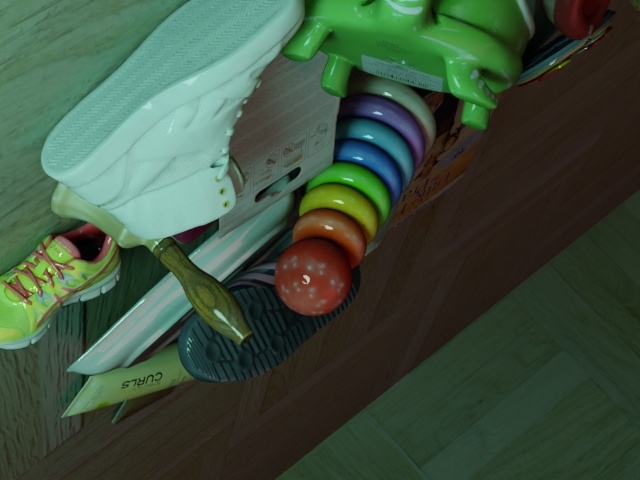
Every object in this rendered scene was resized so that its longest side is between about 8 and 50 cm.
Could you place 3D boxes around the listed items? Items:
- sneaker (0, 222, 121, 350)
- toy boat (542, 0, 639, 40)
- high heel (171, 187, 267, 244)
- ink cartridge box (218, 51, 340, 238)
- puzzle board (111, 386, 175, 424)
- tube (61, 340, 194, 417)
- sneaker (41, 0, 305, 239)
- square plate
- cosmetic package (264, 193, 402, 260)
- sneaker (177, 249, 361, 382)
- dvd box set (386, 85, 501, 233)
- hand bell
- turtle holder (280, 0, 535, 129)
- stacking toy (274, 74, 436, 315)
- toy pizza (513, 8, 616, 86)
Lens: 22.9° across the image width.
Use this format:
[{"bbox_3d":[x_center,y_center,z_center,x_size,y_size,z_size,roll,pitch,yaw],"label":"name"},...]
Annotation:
[{"bbox_3d":[-0.292,0.036,1.666,0.208,0.081,0.094,-38,159,-41],"label":"sneaker"},{"bbox_3d":[0.422,-0.367,2.197,0.231,0.151,0.151,-51,163,28],"label":"toy boat"},{"bbox_3d":[-0.117,-0.061,1.790,0.117,0.082,0.244,-38,171,14],"label":"high heel"},{"bbox_3d":[-0.057,-0.137,1.714,0.189,0.066,0.232,-34,153,-32],"label":"ink cartridge box"},{"bbox_3d":[-0.254,0.223,2.381,0.128,0.011,0.096,-28,158,-46],"label":"puzzle board"},{"bbox_3d":[-0.256,0.192,2.207,0.240,0.062,0.070,-14,108,-51],"label":"tube"},{"bbox_3d":[-0.105,-0.122,1.511,0.292,0.108,0.169,-37,135,11],"label":"sneaker"},{"bbox_3d":[-0.146,0.051,1.968,0.344,0.049,0.347,-42,178,1],"label":"square plate"},{"bbox_3d":[0.000,0.000,2.115,0.231,0.085,0.117,-41,-165,46],"label":"cosmetic package"},{"bbox_3d":[-0.085,0.094,1.940,0.131,0.112,0.319,-10,-169,41],"label":"sneaker"},{"bbox_3d":[0.129,-0.138,2.260,0.307,0.062,0.420,-35,163,-25],"label":"dvd box set"},{"bbox_3d":[-0.152,0.014,1.616,0.126,0.242,0.126,-40,165,-13],"label":"hand bell"},{"bbox_3d":[0.085,-0.259,1.534,0.320,0.243,0.227,23,83,-55],"label":"turtle holder"},{"bbox_3d":[0.026,-0.045,1.872,0.330,0.141,0.141,-64,-179,-39],"label":"stacking toy"},{"bbox_3d":[0.362,-0.281,2.371,0.201,0.032,0.201,-34,-173,5],"label":"toy pizza"}]
